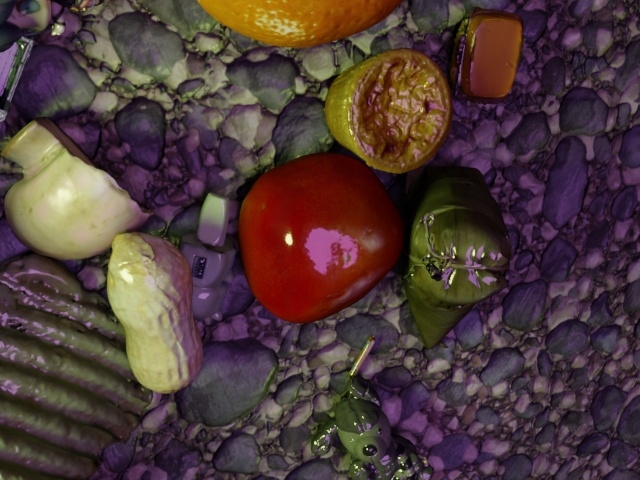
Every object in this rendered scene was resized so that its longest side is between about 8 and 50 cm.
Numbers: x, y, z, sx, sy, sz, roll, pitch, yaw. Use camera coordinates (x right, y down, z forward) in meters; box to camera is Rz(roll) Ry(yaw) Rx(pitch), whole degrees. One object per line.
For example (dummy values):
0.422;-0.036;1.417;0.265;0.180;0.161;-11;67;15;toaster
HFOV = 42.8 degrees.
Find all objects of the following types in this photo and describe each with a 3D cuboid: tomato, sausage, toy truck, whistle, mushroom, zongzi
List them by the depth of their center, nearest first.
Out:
-0.478;-0.229;1.173;0.083;0.092;0.192;21;99;-26;toy truck
-0.386;-0.050;1.224;0.173;0.162;0.236;-48;114;-8;mushroom
0.000;0.000;1.358;0.299;0.226;0.298;-6;110;-16;tomato
-0.193;0.036;1.367;0.110;0.092;0.244;15;107;5;whistle
0.220;0.098;1.372;0.182;0.447;0.417;4;112;3;zongzi
0.080;0.227;1.579;0.015;0.015;0.100;26;97;-26;sausage

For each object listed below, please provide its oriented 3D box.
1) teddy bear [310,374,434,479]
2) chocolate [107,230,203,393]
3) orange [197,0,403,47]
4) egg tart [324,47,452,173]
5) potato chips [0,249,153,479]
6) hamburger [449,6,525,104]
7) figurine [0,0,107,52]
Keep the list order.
0.082;0.400;1.570;0.171;0.144;0.251;-35;114;9;teddy bear
-0.256;0.117;1.288;0.134;0.134;0.309;-19;127;-14;chocolate
-0.028;-0.483;1.135;0.424;0.326;0.423;-20;129;-26;orange
0.105;-0.217;1.362;0.203;0.147;0.202;-5;102;-23;egg tart
-0.432;0.231;1.269;0.097;0.373;0.389;-22;118;37;potato chips
0.292;-0.324;1.439;0.137;0.087;0.165;3;107;-23;hamburger
-0.388;-0.346;1.075;0.265;0.197;0.175;-40;156;-43;figurine
